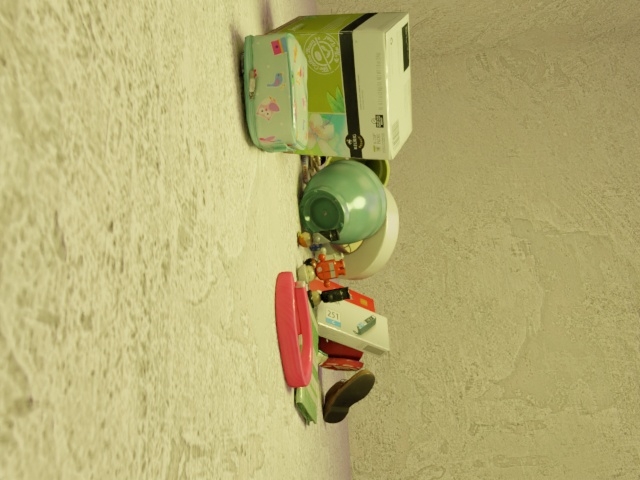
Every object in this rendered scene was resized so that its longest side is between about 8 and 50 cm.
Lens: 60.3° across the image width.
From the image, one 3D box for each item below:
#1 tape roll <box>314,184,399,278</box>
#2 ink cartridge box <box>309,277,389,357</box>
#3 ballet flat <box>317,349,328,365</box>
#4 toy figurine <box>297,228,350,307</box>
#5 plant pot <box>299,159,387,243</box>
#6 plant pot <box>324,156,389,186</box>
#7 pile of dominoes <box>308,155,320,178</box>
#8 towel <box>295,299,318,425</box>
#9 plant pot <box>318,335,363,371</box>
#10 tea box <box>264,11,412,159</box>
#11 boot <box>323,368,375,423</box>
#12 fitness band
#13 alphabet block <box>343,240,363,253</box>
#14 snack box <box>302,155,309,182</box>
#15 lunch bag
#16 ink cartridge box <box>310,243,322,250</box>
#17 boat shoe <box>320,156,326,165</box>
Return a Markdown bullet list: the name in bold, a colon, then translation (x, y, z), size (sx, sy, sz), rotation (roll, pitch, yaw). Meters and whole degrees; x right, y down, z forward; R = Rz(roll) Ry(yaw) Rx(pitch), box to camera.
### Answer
- **tape roll**: translation (0.119, -0.048, 2.036), size (0.072, 0.392, 0.391), rotation (10, 71, -43)
- **ink cartridge box**: translation (0.095, 0.240, 1.899), size (0.066, 0.296, 0.261), rotation (-47, -150, 37)
- **ballet flat**: translation (-0.012, 0.388, 1.823), size (0.052, 0.057, 0.168), rotation (-65, 165, -10)
- **toy figurine**: translation (0.002, 0.084, 1.719), size (0.213, 0.148, 0.209), rotation (76, 4, -51)
- **plant pot**: translation (0.050, -0.110, 1.841), size (0.196, 0.293, 0.292), rotation (-30, 119, -55)
- **plant pot**: translation (0.134, -0.320, 2.359), size (0.254, 0.276, 0.276), rotation (-105, -172, -65)
- **pile of dominoes**: translation (-0.010, -0.289, 2.060), size (0.251, 0.040, 0.195), rotation (-114, -164, -56)
- **towel**: translation (-0.041, 0.331, 1.557), size (0.247, 0.038, 0.324), rotation (76, 12, -56)
- **plant pot**: translation (0.071, 0.379, 1.996), size (0.191, 0.191, 0.174), rotation (73, 23, -70)
- **tea box**: translation (0.060, -0.412, 1.467), size (0.220, 0.324, 0.328), rotation (-53, 143, -49)
- **boot**: translation (0.093, 0.547, 2.030), size (0.305, 0.112, 0.115), rotation (-55, -152, 34)
- **fitness band**: translation (-0.059, 0.214, 1.323), size (0.209, 0.054, 0.290), rotation (-84, 168, -64)
- **alphabet block**: translation (0.099, 0.020, 2.390), size (0.193, 0.193, 0.197), rotation (71, 29, -64)
- **snack box**: translation (-0.056, -0.300, 2.048), size (0.064, 0.022, 0.178), rotation (22, 63, -86)
- **lunch bag**: translation (-0.088, -0.288, 1.134), size (0.279, 0.108, 0.223), rotation (-31, 122, -83)
- **ink cartridge box**: translation (-0.025, -0.073, 2.062), size (0.097, 0.046, 0.207), rotation (67, 19, -72)
- **boat shoe**: translation (-0.009, -0.366, 2.326), size (0.233, 0.084, 0.079), rotation (47, 39, -88)
